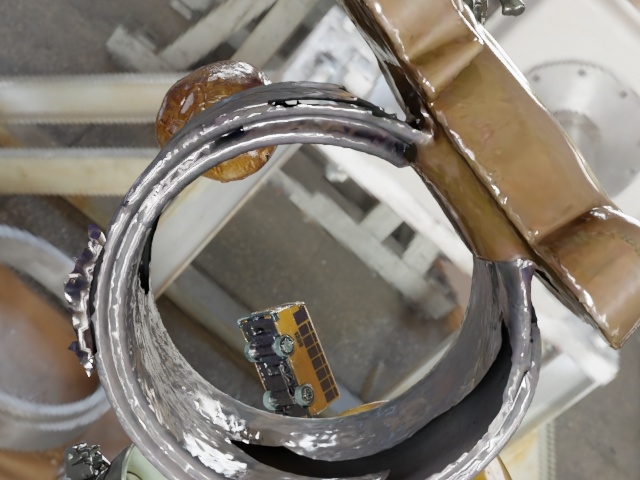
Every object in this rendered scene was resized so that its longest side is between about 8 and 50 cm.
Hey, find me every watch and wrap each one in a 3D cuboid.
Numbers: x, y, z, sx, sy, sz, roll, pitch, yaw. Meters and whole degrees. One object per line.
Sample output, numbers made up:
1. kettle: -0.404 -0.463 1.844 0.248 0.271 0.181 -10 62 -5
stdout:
1. watch: 0.000 0.000 0.743 0.335 0.327 0.314 53 4 -13

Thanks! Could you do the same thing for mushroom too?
1. mushroom: -0.166 -0.194 1.737 0.231 0.194 0.138 16 1 39

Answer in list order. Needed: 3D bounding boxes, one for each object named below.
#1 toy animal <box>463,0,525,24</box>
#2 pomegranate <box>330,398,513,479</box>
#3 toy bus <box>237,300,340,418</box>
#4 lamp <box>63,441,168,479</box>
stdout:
1. toy animal: 0.239 -0.373 1.535 0.114 0.245 0.146 11 54 -18
2. pomegranate: 0.111 0.423 1.516 0.417 0.416 0.416 31 32 -22
3. toy bus: -0.052 0.205 1.936 0.114 0.098 0.201 -29 101 -48
4. lamp: -0.280 0.346 1.498 0.147 0.227 0.172 -9 78 -53
